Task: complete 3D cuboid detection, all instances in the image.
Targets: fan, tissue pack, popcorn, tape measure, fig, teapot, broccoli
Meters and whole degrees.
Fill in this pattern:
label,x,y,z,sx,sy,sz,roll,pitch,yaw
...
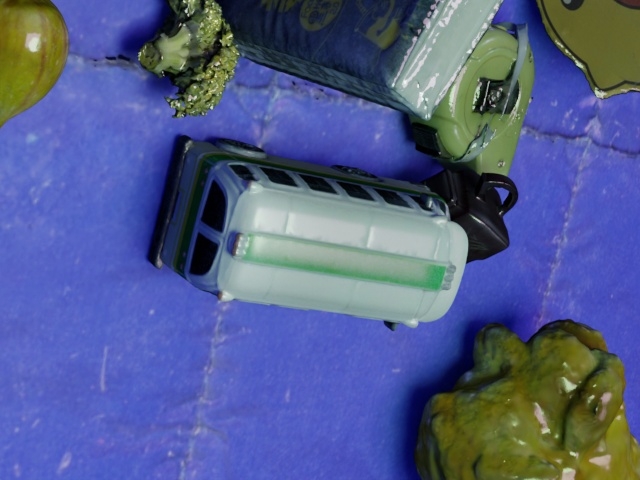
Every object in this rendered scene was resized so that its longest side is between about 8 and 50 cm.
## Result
label,x,y,z,sx,sy,sz,roll,pitch,yaw
fan,0.347,-0.308,1.604,0.230,0.011,0.335,21,72,-15
tissue pack,0.036,-0.223,1.239,0.081,0.257,0.185,38,81,-43
popcorn,0.234,0.222,1.642,0.276,0.225,0.276,-7,102,-35
tape measure,0.159,-0.153,1.509,0.154,0.087,0.177,9,98,-45
fig,-0.253,-0.130,1.150,0.093,0.093,0.166,-18,146,-38
teapot,0.118,-0.026,1.490,0.177,0.087,0.096,-25,131,20
broccoli,-0.115,-0.166,1.246,0.092,0.095,0.097,-12,145,-52

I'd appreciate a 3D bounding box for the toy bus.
label,x,y,z,sx,sy,sz,roll,pitch,yaw
toy bus,0.000,0.000,1.336,0.276,0.165,0.133,9,103,-28

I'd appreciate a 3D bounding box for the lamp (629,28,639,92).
label,x,y,z,sx,sy,sz,roll,pitch,yaw
lamp,0.356,-0.221,1.653,0.105,0.105,0.105,-19,119,-38
